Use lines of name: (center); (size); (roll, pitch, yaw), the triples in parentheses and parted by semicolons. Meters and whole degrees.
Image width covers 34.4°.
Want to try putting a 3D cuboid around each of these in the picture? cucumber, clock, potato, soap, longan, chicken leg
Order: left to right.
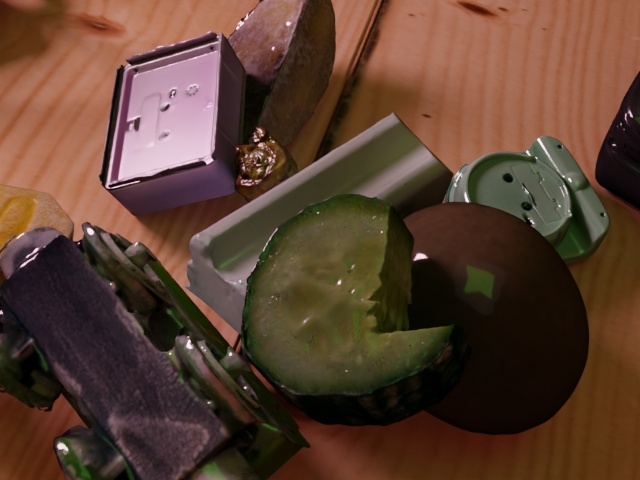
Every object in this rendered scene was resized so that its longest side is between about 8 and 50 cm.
soap: (-0.370, -0.002, 1.057); (0.232, 0.073, 0.140); (10, 38, -4)
clock: (-0.161, -0.134, 1.169); (0.145, 0.073, 0.193); (-12, 54, 18)
chicken leg: (-0.056, -0.080, 1.138); (0.070, 0.178, 0.093); (-10, 95, 4)
potato: (-0.061, -0.196, 1.277); (0.120, 0.100, 0.261); (3, 63, 39)
soap: (0.000, 0.000, 1.082); (0.289, 0.173, 0.095); (-34, 68, -29)
cucumber: (0.022, 0.067, 0.887); (0.191, 0.130, 0.191); (-3, 69, 7)
longan: (0.157, 0.078, 1.036); (0.248, 0.248, 0.248); (5, 55, -7)
clock: (0.221, -0.034, 1.216); (0.211, 0.066, 0.159); (-15, 59, -19)

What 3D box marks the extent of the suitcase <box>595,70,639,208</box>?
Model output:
suitcase: (0.546, -0.121, 1.282); (0.345, 0.188, 0.339); (32, 62, 10)

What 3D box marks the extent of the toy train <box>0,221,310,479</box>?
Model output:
toy train: (-0.156, 0.127, 0.918); (0.173, 0.249, 0.307); (-43, 70, -2)
